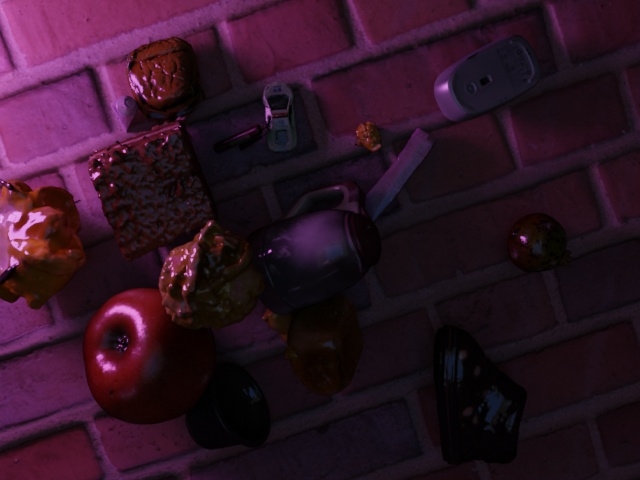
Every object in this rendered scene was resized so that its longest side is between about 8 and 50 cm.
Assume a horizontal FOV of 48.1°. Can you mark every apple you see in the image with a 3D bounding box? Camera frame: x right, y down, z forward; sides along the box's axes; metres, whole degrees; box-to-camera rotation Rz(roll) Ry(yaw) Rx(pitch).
[{"bbox_3d":[-0.428,0.283,1.782,0.348,0.277,0.349,-9,69,24],"label":"apple"}]

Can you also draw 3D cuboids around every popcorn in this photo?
[{"bbox_3d":[-0.258,0.095,1.652,0.259,0.212,0.259,18,137,18],"label":"popcorn"},{"bbox_3d":[-0.710,0.013,1.804,0.297,0.281,0.316,15,80,27],"label":"popcorn"},{"bbox_3d":[0.133,-0.277,1.881,0.084,0.084,0.084,0,96,-1],"label":"popcorn"}]

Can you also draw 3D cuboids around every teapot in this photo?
[{"bbox_3d":[0.000,0.000,1.801,0.312,0.233,0.315,-20,54,23],"label":"teapot"}]

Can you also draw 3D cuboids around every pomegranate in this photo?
[{"bbox_3d":[0.582,0.017,1.885,0.205,0.159,0.159,24,96,-29],"label":"pomegranate"}]

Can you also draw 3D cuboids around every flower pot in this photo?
[{"bbox_3d":[-0.258,0.458,1.891,0.148,0.235,0.235,-31,96,22],"label":"flower pot"}]

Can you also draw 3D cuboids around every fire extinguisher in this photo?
[{"bbox_3d":[-0.197,-0.264,1.867,0.173,0.035,0.049,-21,106,21],"label":"fire extinguisher"}]

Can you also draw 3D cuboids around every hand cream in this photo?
[{"bbox_3d":[-0.500,-0.331,1.828,0.053,0.142,0.084,-29,96,-25],"label":"hand cream"}]

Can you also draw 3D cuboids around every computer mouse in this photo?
[{"bbox_3d":[0.427,-0.414,1.857,0.288,0.097,0.160,-30,94,-10],"label":"computer mouse"}]

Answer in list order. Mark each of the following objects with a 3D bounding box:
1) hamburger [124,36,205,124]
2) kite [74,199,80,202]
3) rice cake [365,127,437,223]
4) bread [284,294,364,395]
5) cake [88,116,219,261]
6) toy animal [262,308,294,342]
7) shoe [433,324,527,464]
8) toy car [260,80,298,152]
[{"bbox_3d":[-0.396,-0.408,1.823,0.183,0.130,0.206,-16,94,-2],"label":"hamburger"},{"bbox_3d":[-0.677,-0.084,1.911,0.078,0.002,0.044,-6,96,0],"label":"kite"},{"bbox_3d":[0.164,-0.124,1.897,0.070,0.064,0.399,39,94,6],"label":"rice cake"},{"bbox_3d":[0.005,0.264,1.856,0.176,0.246,0.196,-3,116,18],"label":"bread"},{"bbox_3d":[-0.400,-0.133,1.762,0.255,0.290,0.282,-19,105,0],"label":"cake"},{"bbox_3d":[-0.089,0.243,1.929,0.083,0.070,0.159,-46,113,-36],"label":"toy animal"},{"bbox_3d":[0.426,0.409,1.904,0.237,0.171,0.384,-5,98,6],"label":"shoe"},{"bbox_3d":[-0.108,-0.322,1.872,0.093,0.058,0.186,-5,97,1],"label":"toy car"}]
